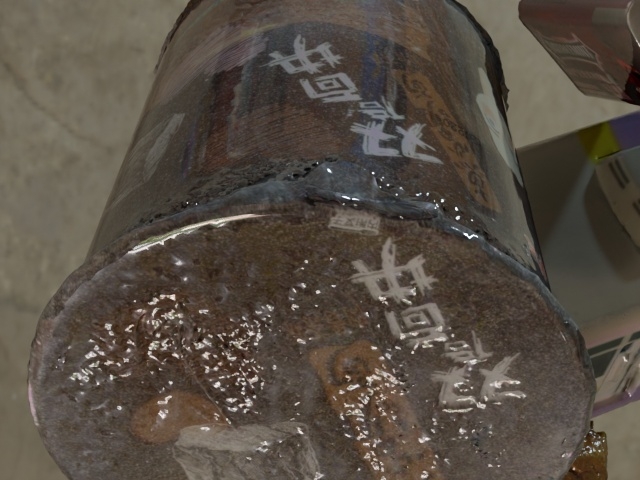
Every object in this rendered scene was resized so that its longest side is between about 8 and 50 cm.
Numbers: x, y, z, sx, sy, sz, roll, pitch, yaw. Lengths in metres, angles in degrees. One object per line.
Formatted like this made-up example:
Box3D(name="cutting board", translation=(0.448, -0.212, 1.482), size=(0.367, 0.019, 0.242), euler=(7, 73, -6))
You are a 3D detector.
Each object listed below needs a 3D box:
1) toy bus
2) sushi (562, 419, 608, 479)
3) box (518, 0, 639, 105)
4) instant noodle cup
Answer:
Box3D(name="toy bus", translation=(0.241, 0.026, 1.207), size=(0.440, 0.249, 0.209), euler=(-17, 61, -14))
Box3D(name="sushi", translation=(0.163, 0.164, 0.931), size=(0.050, 0.047, 0.099), euler=(42, 80, -19))
Box3D(name="box", translation=(0.248, -0.162, 1.095), size=(0.069, 0.224, 0.120), euler=(-44, 108, -1))
Box3D(name="instant noodle cup", translation=(0.000, 0.000, 0.588), size=(0.217, 0.217, 0.207), euler=(14, 41, -9))
